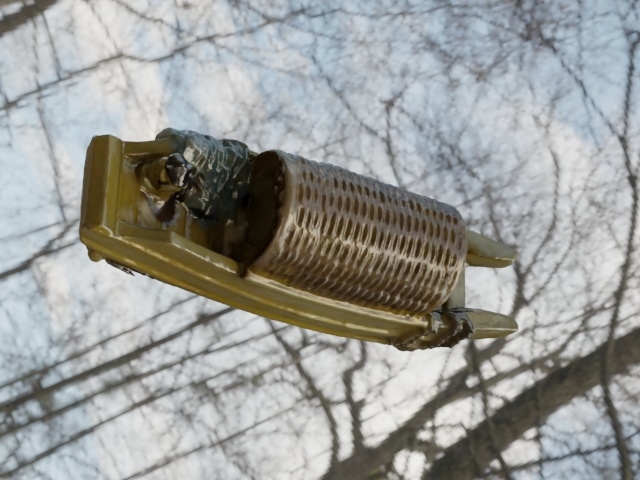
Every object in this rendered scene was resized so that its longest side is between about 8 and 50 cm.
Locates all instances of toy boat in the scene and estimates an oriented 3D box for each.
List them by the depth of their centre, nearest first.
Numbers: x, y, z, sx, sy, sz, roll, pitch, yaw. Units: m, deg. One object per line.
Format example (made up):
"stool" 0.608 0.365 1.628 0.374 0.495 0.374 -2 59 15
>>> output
"toy boat" 0.000 0.000 0.725 0.115 0.310 0.089 -24 -126 50
